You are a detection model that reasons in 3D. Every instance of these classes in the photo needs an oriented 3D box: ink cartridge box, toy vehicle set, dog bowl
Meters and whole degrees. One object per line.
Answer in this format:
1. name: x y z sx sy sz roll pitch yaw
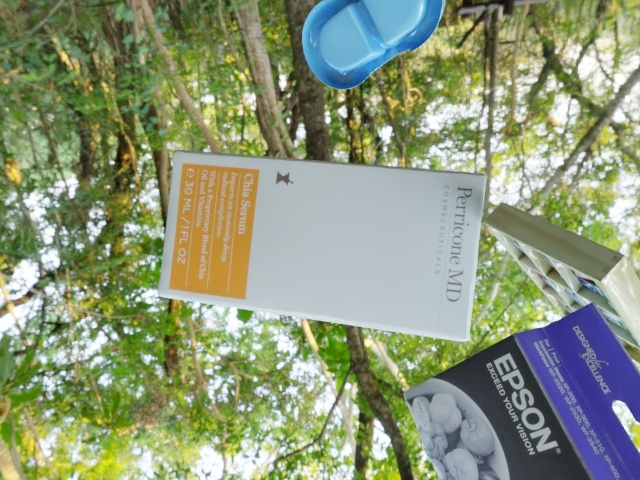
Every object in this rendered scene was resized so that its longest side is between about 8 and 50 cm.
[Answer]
1. ink cartridge box: 0.188 0.189 0.388 0.045 0.208 0.206 4 -127 -39
2. toy vehicle set: 0.333 0.065 0.580 0.035 0.267 0.166 -49 -148 2
3. dog bowl: 0.101 -0.409 0.868 0.297 0.166 0.074 -20 -164 41

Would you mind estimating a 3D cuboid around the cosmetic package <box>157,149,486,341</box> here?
1. cosmetic package: 0.000 0.000 0.715 0.452 0.230 0.161 6 180 11
